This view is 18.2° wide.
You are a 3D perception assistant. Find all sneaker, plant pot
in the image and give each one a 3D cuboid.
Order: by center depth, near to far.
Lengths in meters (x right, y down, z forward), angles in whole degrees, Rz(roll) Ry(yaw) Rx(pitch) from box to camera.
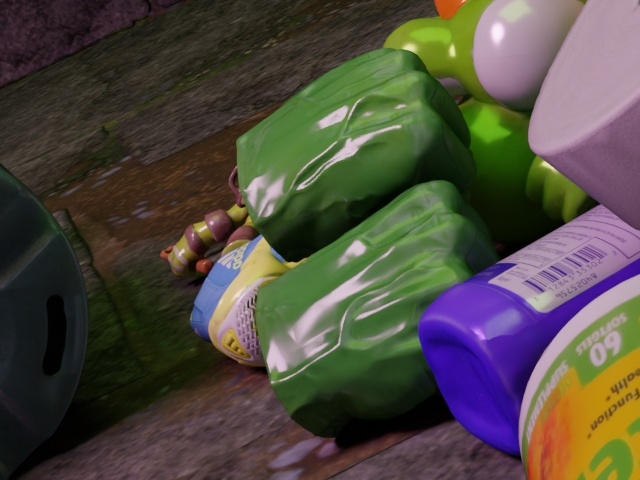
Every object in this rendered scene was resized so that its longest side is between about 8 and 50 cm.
[{"bbox_3d":[0.000,0.000,1.401,0.240,0.091,0.126,-35,18,-30],"label":"sneaker"},{"bbox_3d":[-0.339,0.032,1.424,0.341,0.341,0.334,-30,25,-19],"label":"plant pot"}]

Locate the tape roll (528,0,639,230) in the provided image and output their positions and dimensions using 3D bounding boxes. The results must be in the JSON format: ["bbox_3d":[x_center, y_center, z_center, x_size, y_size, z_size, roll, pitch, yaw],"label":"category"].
[{"bbox_3d":[0.246,-0.177,0.974,0.392,0.072,0.392,-53,7,10],"label":"tape roll"}]

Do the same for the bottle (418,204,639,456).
[{"bbox_3d":[0.193,0.012,1.072,0.283,0.092,0.118,-29,15,-17],"label":"bottle"}]

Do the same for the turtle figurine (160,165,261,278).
[{"bbox_3d":[-0.013,-0.039,1.551,0.269,0.087,0.217,-23,16,4],"label":"turtle figurine"}]

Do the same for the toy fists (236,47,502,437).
[{"bbox_3d":[0.037,-0.006,1.221,0.142,0.096,0.279,-33,38,22],"label":"toy fists"}]

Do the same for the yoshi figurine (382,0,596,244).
[{"bbox_3d":[0.214,-0.080,1.297,0.362,0.203,0.203,1,63,30],"label":"yoshi figurine"}]

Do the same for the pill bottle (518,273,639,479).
[{"bbox_3d":[0.150,0.124,0.632,0.136,0.136,0.246,-22,32,7],"label":"pill bottle"}]
